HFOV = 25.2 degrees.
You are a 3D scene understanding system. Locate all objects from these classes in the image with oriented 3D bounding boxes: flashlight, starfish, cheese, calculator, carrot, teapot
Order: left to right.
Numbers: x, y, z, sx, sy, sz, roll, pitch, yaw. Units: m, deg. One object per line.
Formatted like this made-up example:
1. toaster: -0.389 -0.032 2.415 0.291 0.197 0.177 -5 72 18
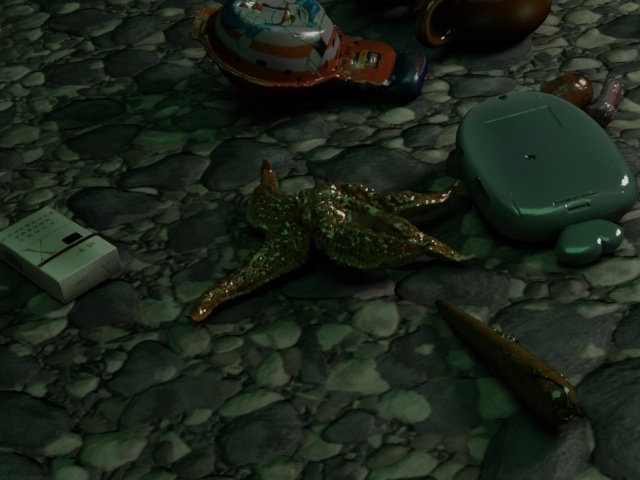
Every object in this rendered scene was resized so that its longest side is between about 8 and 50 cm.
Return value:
1. cheese: -0.016 -0.261 1.965 0.329 0.129 0.217 15 42 3
2. starfish: 0.025 -0.008 1.613 0.293 0.084 0.301 1 31 18
3. teapot: 0.223 -0.353 2.037 0.252 0.135 0.178 -31 35 -32
4. carrot: 0.180 0.114 1.434 0.049 0.049 0.254 -21 32 -18
5. carrot: 0.280 -0.158 1.808 0.161 0.055 0.055 -36 42 -25
6. calculator: 0.263 -0.081 1.667 0.185 0.041 0.299 -14 42 -7
7. flashlight: 0.366 -0.173 1.828 0.052 0.031 0.110 -19 21 33

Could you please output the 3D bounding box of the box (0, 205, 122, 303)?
1. box: -0.313 0.016 1.696 0.084 0.040 0.154 -30 38 -30
